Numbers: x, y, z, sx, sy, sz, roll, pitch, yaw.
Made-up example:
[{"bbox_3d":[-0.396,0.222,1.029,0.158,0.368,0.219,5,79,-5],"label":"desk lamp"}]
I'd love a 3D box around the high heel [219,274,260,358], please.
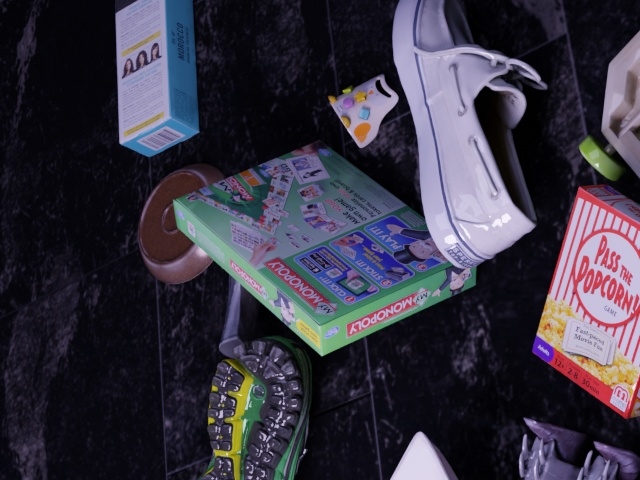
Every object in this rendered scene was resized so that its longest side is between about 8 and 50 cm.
[{"bbox_3d":[-0.004,0.031,2.114,0.261,0.093,0.186,-17,44,26],"label":"high heel"}]

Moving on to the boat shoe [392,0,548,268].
[{"bbox_3d":[0.183,-0.158,1.966,0.156,0.136,0.367,-26,52,30],"label":"boat shoe"}]

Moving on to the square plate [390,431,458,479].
[{"bbox_3d":[0.125,0.429,1.769,0.347,0.049,0.344,60,138,39],"label":"square plate"}]

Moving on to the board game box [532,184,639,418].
[{"bbox_3d":[0.301,0.060,1.789,0.147,0.045,0.193,36,121,45],"label":"board game box"}]

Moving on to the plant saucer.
[{"bbox_3d":[-0.186,-0.027,2.332,0.168,0.029,0.168,-17,62,36],"label":"plant saucer"}]

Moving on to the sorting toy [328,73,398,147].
[{"bbox_3d":[0.056,-0.170,2.170,0.075,0.045,0.083,-34,50,3],"label":"sorting toy"}]

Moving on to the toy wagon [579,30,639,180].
[{"bbox_3d":[0.424,-0.110,1.782,0.267,0.068,0.344,-48,48,17],"label":"toy wagon"}]

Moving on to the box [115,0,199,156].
[{"bbox_3d":[-0.227,-0.246,2.438,0.100,0.060,0.244,-23,58,34],"label":"box"}]

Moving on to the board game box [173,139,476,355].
[{"bbox_3d":[0.000,0.000,2.040,0.317,0.213,0.046,40,145,45],"label":"board game box"}]

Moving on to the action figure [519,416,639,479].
[{"bbox_3d":[0.222,0.330,1.763,0.185,0.099,0.285,16,87,40],"label":"action figure"}]

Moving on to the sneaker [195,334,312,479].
[{"bbox_3d":[-0.073,0.275,2.047,0.134,0.146,0.343,20,101,15],"label":"sneaker"}]
